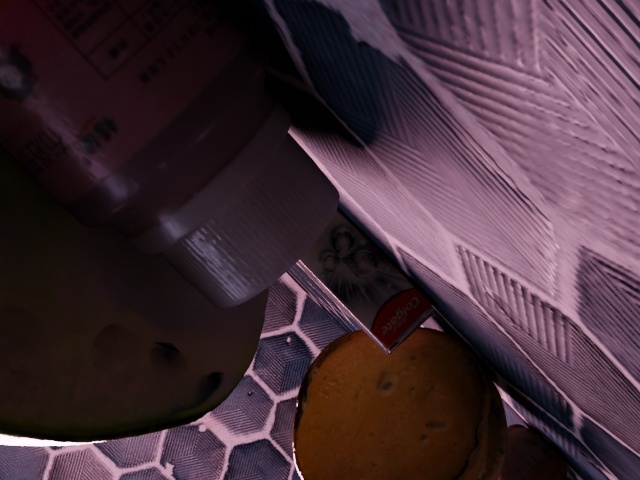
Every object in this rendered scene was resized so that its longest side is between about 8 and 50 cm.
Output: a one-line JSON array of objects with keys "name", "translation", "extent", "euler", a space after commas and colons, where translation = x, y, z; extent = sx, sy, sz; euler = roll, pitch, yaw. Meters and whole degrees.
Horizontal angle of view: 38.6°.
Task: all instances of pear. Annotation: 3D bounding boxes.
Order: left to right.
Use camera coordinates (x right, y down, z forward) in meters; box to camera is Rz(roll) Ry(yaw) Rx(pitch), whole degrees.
[{"name": "pear", "translation": [-0.228, -0.028, 0.576], "extent": [0.399, 0.165, 0.399], "euler": [35, -141, -34]}]

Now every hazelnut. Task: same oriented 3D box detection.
[{"name": "hazelnut", "translation": [0.184, 0.212, 0.842], "extent": [0.086, 0.086, 0.086], "euler": [45, 175, 5]}]

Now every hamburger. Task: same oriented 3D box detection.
[{"name": "hamburger", "translation": [0.064, 0.162, 0.792], "extent": [0.191, 0.182, 0.118], "euler": [22, 158, 33]}]

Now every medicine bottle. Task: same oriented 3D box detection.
[{"name": "medicine bottle", "translation": [-0.104, -0.082, 0.499], "extent": [0.247, 0.147, 0.147], "euler": [48, 174, -17]}]

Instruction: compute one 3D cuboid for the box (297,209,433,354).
[{"name": "box", "translation": [0.000, 0.000, 0.761], "extent": [0.218, 0.055, 0.039], "euler": [44, 176, 14]}]
